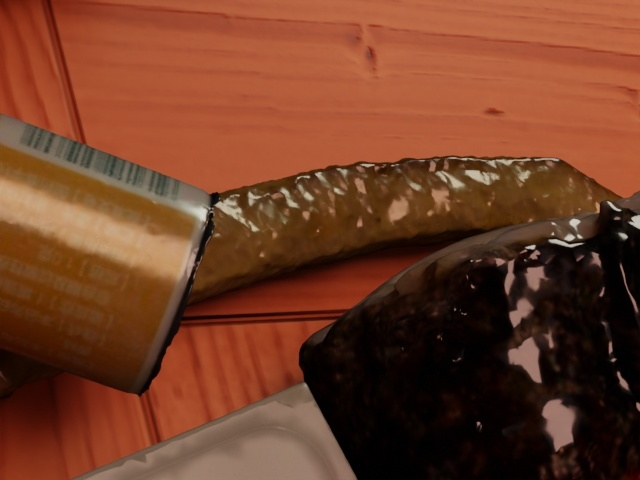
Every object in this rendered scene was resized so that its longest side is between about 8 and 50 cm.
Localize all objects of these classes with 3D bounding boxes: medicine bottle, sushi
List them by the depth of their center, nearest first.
[{"bbox_3d":[-0.254,-0.049,0.662,0.426,0.108,0.108,21,51,-8],"label":"medicine bottle"},{"bbox_3d":[0.144,0.068,0.803,0.343,0.196,0.182,-16,73,-39],"label":"sushi"}]

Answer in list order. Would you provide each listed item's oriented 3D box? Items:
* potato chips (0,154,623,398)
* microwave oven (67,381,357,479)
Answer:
[{"bbox_3d":[0.000,0.000,0.854,0.407,0.057,0.080,-13,74,-35],"label":"potato chips"},{"bbox_3d":[-0.032,0.188,0.661,0.162,0.122,0.208,-20,72,-28],"label":"microwave oven"}]
